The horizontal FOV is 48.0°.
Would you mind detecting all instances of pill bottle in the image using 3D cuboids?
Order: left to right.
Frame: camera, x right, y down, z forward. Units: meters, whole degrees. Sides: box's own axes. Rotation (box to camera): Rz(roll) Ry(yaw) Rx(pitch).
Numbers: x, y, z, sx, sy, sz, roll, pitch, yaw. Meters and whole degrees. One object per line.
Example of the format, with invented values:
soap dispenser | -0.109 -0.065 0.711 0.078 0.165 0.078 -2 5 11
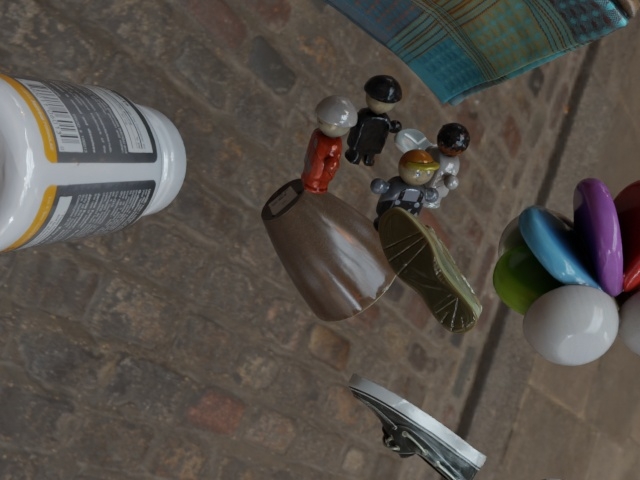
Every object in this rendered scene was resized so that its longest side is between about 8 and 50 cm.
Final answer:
pill bottle | -0.259 -0.078 0.717 0.278 0.162 0.162 -18 113 -71

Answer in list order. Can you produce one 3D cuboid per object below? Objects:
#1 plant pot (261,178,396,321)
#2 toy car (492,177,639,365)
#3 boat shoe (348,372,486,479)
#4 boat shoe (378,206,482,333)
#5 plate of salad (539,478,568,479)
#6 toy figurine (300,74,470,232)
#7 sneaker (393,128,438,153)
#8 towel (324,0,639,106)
plant pot | 0.000 0.000 1.360 0.230 0.215 0.215 47 64 -27
toy car | 0.238 0.011 0.601 0.159 0.182 0.136 -88 175 -52
boat shoe | 0.123 0.265 0.991 0.219 0.078 0.070 35 82 1
boat shoe | 0.119 0.028 0.771 0.153 0.056 0.048 51 33 1
plate of salad | 0.409 0.488 1.182 0.048 0.200 0.199 -25 115 -51
toy figurine | 0.098 -0.129 1.037 0.213 0.210 0.148 -31 148 -49
sneaker | 0.180 -0.161 1.312 0.152 0.061 0.053 14 73 -42
towel | 0.096 -0.246 0.682 0.271 0.370 0.040 38 86 -9
